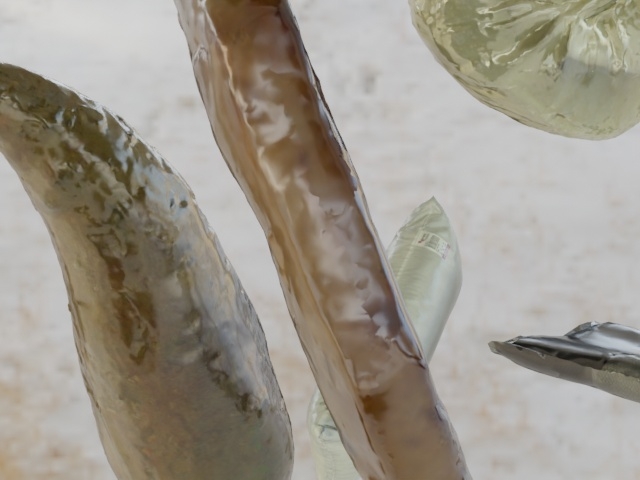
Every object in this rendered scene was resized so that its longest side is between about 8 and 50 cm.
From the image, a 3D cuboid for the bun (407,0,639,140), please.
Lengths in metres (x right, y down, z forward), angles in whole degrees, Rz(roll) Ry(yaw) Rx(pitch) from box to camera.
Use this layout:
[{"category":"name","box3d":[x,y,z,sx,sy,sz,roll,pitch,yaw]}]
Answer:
[{"category":"bun","box3d":[0.135,-0.135,1.045,0.188,0.164,0.111,16,-16,-35]}]

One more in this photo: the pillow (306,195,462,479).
[{"category":"pillow","box3d":[0.054,0.097,1.664,0.078,0.144,0.254,22,59,10]}]

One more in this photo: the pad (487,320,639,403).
[{"category":"pad","box3d":[0.175,0.045,0.559,0.174,0.022,0.233,14,7,35]}]

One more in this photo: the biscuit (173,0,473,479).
[{"category":"biscuit","box3d":[-0.001,0.000,0.836,0.046,0.359,0.359,-23,12,-1]}]

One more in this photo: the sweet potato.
[{"category":"sweet potato","box3d":[-0.111,0.044,1.248,0.130,0.422,0.130,-15,35,11]}]
